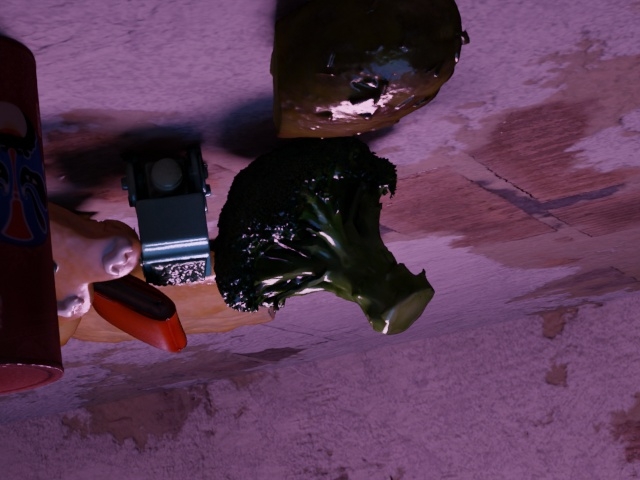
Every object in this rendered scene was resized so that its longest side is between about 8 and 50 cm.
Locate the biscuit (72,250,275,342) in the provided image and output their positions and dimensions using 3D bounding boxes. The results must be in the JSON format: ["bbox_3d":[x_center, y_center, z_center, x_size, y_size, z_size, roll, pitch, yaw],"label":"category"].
[{"bbox_3d":[-0.282,0.109,2.458,0.446,0.104,0.429,-7,167,-8],"label":"biscuit"}]

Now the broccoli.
[{"bbox_3d":[0.000,0.000,1.802,0.297,0.297,0.297,-41,156,-23],"label":"broccoli"}]

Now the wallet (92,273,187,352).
[{"bbox_3d":[-0.251,0.091,1.868,0.142,0.045,0.204,25,165,6],"label":"wallet"}]

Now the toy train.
[{"bbox_3d":[-0.194,-0.028,1.817,0.112,0.163,0.203,-9,167,-3],"label":"toy train"}]

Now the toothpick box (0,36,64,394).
[{"bbox_3d":[-0.371,-0.019,1.390,0.204,0.333,0.204,-7,167,-2],"label":"toothpick box"}]

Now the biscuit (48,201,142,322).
[{"bbox_3d":[-0.402,-0.010,1.679,0.340,0.047,0.216,32,124,-22],"label":"biscuit"}]

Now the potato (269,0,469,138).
[{"bbox_3d":[0.026,-0.172,1.393,0.176,0.141,0.298,9,160,-26],"label":"potato"}]

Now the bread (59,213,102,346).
[{"bbox_3d":[-0.441,0.047,1.937,0.314,0.191,0.370,0,163,-26],"label":"bread"}]
